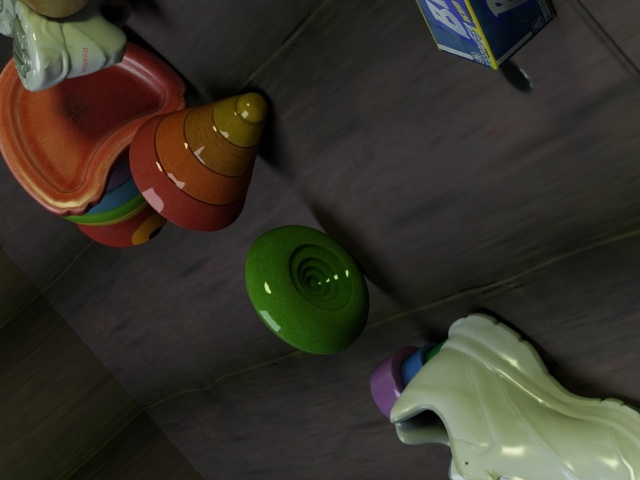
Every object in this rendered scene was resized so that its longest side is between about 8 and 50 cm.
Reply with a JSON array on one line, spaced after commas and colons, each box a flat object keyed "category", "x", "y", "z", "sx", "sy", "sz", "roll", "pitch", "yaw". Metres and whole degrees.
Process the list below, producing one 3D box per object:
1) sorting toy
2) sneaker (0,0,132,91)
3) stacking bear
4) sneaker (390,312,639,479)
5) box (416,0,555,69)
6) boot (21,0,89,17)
[{"category": "sorting toy", "x": 0.000, "y": 0.000, "z": 1.621, "sx": 0.365, "sy": 0.127, "sz": 0.126, "roll": 46, "pitch": 133, "yaw": -2}, {"category": "sneaker", "x": -0.233, "y": -0.215, "z": 1.680, "sx": 0.232, "sy": 0.115, "sz": 0.090, "roll": -115, "pitch": 27, "yaw": -43}, {"category": "stacking bear", "x": -0.217, "y": -0.079, "z": 1.840, "sx": 0.164, "sy": 0.175, "sz": 0.289, "roll": 41, "pitch": 169, "yaw": 15}, {"category": "sneaker", "x": 0.180, "y": 0.176, "z": 1.464, "sx": 0.297, "sy": 0.129, "sz": 0.111, "roll": 30, "pitch": 153, "yaw": 42}, {"category": "box", "x": 0.074, "y": -0.183, "z": 1.075, "sx": 0.059, "sy": 0.054, "sz": 0.169, "roll": 27, "pitch": 153, "yaw": 50}, {"category": "boot", "x": -0.304, "y": -0.337, "z": 1.599, "sx": 0.211, "sy": 0.104, "sz": 0.295, "roll": 28, "pitch": 149, "yaw": 59}]
